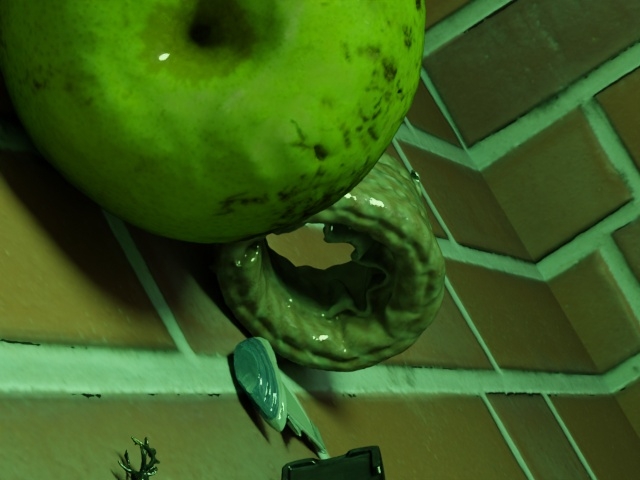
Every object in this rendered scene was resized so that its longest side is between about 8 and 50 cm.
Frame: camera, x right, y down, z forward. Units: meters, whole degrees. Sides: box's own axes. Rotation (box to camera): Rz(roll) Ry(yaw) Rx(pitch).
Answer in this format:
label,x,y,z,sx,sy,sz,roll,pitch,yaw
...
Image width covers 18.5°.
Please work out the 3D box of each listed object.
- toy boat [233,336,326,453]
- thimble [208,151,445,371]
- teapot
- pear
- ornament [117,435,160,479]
label,x,y,z,sx,sy,sz,roll,pitch,yaw
toy boat,-0.033,0.134,1.760,0.149,0.034,0.105,27,35,-62
thimble,0.001,0.006,1.846,0.229,0.196,0.148,19,27,-22
teapot,0.019,0.247,1.614,0.177,0.087,0.096,-93,169,-63
pear,-0.092,-0.185,1.630,0.391,0.391,0.391,52,15,-20
ornament,-0.107,0.196,1.398,0.073,0.028,0.125,25,37,-63
